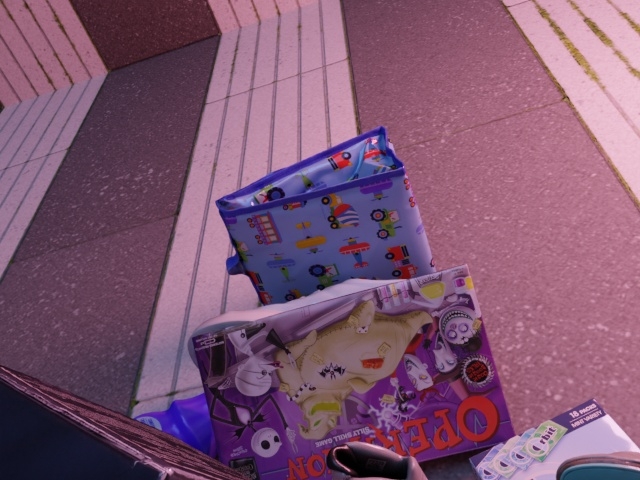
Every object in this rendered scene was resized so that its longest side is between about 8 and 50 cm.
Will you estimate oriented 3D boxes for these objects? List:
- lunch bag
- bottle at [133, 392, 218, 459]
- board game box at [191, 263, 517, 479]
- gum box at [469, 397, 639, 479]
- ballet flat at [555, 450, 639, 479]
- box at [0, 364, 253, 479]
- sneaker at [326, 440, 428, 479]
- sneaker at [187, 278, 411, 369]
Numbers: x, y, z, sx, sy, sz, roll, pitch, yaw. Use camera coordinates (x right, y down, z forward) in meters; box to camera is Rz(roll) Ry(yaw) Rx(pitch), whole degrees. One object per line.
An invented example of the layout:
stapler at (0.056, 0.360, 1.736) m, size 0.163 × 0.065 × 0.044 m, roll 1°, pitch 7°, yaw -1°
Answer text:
lunch bag at (0.000, 0.000, 1.037) m, size 0.293 × 0.221 × 0.138 m, roll -20°, pitch 35°, yaw 4°
bottle at (-0.223, 0.284, 0.900) m, size 0.283 × 0.092 × 0.118 m, roll -32°, pitch 39°, yaw -13°
board game box at (0.033, 0.171, 0.838) m, size 0.347 × 0.208 × 0.056 m, roll -16°, pitch -3°, yaw 9°
gum box at (0.264, 0.265, 0.706) m, size 0.157 × 0.041 × 0.184 m, roll -25°, pitch 36°, yaw -5°
ballet flat at (0.329, 0.230, 0.642) m, size 0.213 × 0.072 × 0.068 m, roll 3°, pitch 13°, yaw 26°
box at (-0.176, 0.268, 0.637) m, size 0.294 × 0.296 × 0.182 m, roll 11°, pitch 69°, yaw 38°
sneaker at (0.006, 0.272, 0.757) m, size 0.229 × 0.132 × 0.086 m, roll -18°, pitch 36°, yaw 6°
sneaker at (0.005, 0.125, 0.970) m, size 0.366 × 0.135 × 0.150 m, roll -3°, pitch 23°, yaw 13°
